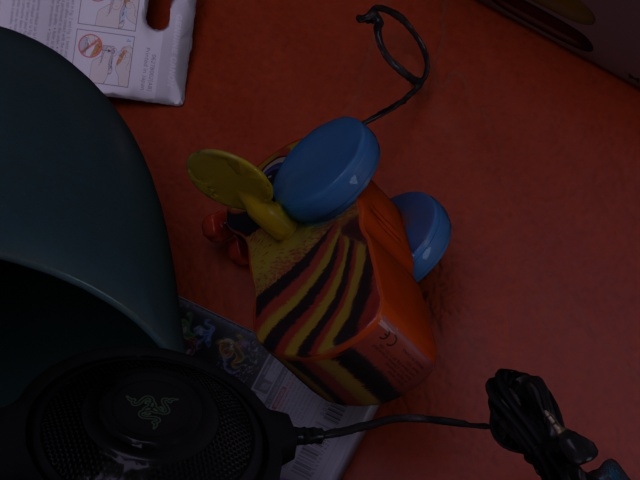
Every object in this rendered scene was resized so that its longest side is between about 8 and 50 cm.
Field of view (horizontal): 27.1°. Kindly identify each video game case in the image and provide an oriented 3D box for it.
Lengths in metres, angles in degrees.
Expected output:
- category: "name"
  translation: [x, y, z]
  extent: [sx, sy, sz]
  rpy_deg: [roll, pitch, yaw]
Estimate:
- category: "video game case"
  translation: [-0.079, 0.146, 0.850]
  extent: [0.173, 0.022, 0.190]
  rpy_deg: [24, 77, 16]

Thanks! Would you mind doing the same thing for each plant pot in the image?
- category: "plant pot"
  translation: [-0.222, 0.010, 0.790]
  extent: [0.293, 0.293, 0.235]
  rpy_deg: [-10, 48, 6]

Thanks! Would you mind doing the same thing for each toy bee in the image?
- category: "toy bee"
  translation: [0.000, 0.000, 0.834]
  extent: [0.162, 0.298, 0.195]
  rpy_deg: [-30, 103, 27]

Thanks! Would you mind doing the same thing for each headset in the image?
- category: "headset"
  translation: [-0.055, 0.170, 0.658]
  extent: [0.394, 0.243, 0.185]
  rpy_deg: [-25, 43, -2]

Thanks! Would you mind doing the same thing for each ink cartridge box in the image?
- category: "ink cartridge box"
  translation: [-0.201, -0.196, 0.965]
  extent: [0.225, 0.056, 0.181]
  rpy_deg: [7, 87, -9]

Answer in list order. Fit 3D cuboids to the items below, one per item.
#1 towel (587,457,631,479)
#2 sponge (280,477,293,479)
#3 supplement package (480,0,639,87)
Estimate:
- category: "towel"
  translation: [0.156, 0.343, 0.708]
  extent: [0.271, 0.040, 0.370]
  rpy_deg: [-33, 75, -3]
- category: "sponge"
  translation: [0.063, 0.215, 0.784]
  extent: [0.210, 0.031, 0.117]
  rpy_deg: [8, 74, 7]
- category: "supplement package"
  translation: [0.201, -0.202, 0.864]
  extent: [0.244, 0.139, 0.134]
  rpy_deg: [33, 78, 19]
